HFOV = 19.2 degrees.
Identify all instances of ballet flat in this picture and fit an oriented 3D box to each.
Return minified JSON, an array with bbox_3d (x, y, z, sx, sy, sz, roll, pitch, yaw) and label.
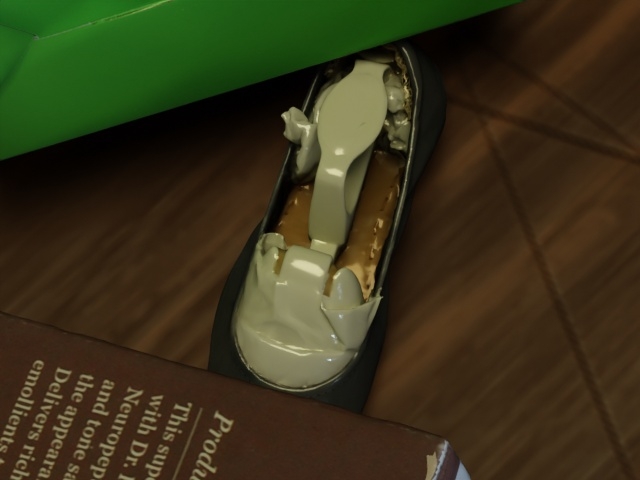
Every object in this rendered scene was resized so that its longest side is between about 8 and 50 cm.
[{"bbox_3d":[0.000,0.000,0.754,0.074,0.074,0.203,15,70,10],"label":"ballet flat"}]

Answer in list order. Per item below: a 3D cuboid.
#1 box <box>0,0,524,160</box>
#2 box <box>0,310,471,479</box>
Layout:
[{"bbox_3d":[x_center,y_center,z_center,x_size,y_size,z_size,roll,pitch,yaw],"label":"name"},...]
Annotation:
[{"bbox_3d":[-0.069,-0.181,0.774,0.262,0.126,0.231,-18,51,-3],"label":"box"},{"bbox_3d":[-0.063,0.139,0.637,0.203,0.167,0.168,15,71,18],"label":"box"}]
